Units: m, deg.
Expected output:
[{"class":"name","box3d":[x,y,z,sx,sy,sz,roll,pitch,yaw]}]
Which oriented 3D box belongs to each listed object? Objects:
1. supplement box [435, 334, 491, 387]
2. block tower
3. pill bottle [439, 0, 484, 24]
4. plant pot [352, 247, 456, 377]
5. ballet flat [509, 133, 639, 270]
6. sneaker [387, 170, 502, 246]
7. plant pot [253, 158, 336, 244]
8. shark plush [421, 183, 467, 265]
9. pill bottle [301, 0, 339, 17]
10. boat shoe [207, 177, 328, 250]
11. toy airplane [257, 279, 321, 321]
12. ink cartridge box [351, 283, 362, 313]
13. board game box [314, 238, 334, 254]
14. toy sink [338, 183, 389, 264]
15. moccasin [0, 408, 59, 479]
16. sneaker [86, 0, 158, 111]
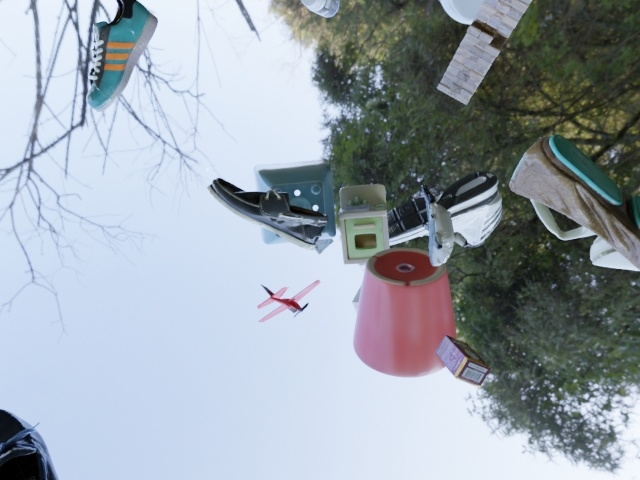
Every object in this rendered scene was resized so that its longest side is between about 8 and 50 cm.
[{"class":"supplement box","box3d":[0.252,0.213,0.737,0.054,0.043,0.083,23,-169,-16]},{"class":"block tower","box3d":[0.391,-0.486,0.945,0.091,0.335,0.097,32,-127,6]},{"class":"pill bottle","box3d":[0.436,-0.732,1.170,0.204,0.204,0.361,18,-145,-1]},{"class":"plant pot","box3d":[0.214,0.167,1.059,0.274,0.243,0.275,-3,-154,2]},{"class":"ballet flat","box3d":[0.446,-0.028,0.654,0.342,0.124,0.116,32,-129,-3]},{"class":"sneaker","box3d":[0.435,-0.036,1.472,0.447,0.258,0.169,-24,-147,13]},{"class":"plant pot","box3d":[-0.069,-0.106,1.232,0.246,0.248,0.252,-6,-167,-5]},{"class":"shark plush","box3d":[0.218,-0.032,0.819,0.073,0.067,0.161,-18,-100,-27]},{"class":"pill bottle","box3d":[-0.002,-0.761,1.312,0.078,0.078,0.137,34,-152,17]},{"class":"boat shoe","box3d":[-0.092,-0.063,0.762,0.233,0.079,0.084,25,-163,-26]},{"class":"toy airplane","box3d":[-0.066,0.115,0.789,0.151,0.151,0.028,-8,-130,-28]},{"class":"ink cartridge box","box3d":[0.159,0.196,1.320,0.061,0.104,0.181,0,-142,35]},{"class":"board game box","box3d":[0.000,0.000,1.800,0.090,0.090,0.020,-43,-152,-10]},{"class":"toy sink","box3d":[0.141,-0.053,1.331,0.152,0.234,0.131,-3,-166,9]},{"class":"moccasin","box3d":[-0.656,0.489,0.910,0.342,0.117,0.137,34,-131,19]},{"class":"sneaker","box3d":[-0.549,-0.490,1.079,0.108,0.302,0.121,25,177,41]}]
